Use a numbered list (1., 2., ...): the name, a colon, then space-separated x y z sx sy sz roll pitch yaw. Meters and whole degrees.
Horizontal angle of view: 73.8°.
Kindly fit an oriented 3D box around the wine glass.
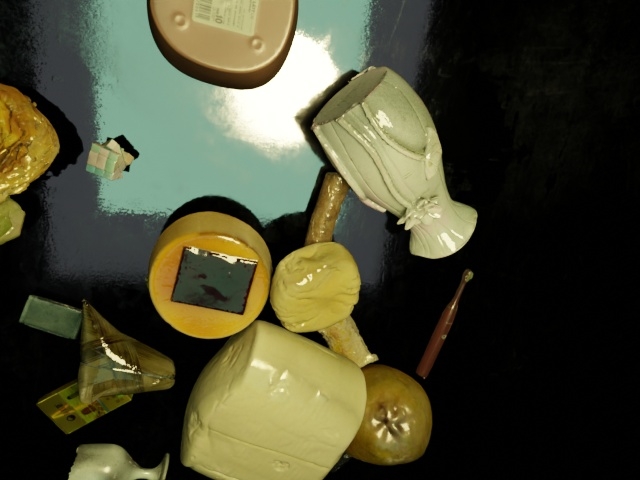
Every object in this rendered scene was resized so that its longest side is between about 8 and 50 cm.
1. wine glass: -0.543 0.622 1.153 0.241 0.126 0.126 20 104 -20

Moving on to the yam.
1. yam: 0.000 0.000 1.069 0.081 0.081 0.356 13 105 -16

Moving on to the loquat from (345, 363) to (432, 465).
1. loquat: 0.163 0.468 1.162 0.276 0.284 0.276 1 74 -5

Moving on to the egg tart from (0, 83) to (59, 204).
1. egg tart: -0.669 -0.168 0.816 0.297 0.132 0.297 8 69 -22

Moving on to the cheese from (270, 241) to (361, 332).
1. cheese: -0.010 0.116 1.001 0.226 0.117 0.214 -24 128 -20

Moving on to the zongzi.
1. zongzi: -0.473 0.262 1.056 0.221 0.112 0.242 2 91 -27

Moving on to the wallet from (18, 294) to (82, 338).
1. wallet: -0.640 0.184 1.024 0.129 0.026 0.088 25 107 -20

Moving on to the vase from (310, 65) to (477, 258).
1. vase: 0.186 -0.157 0.970 0.250 0.250 0.445 -40 118 4

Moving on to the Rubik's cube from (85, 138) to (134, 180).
1. Rubik's cube: -0.448 -0.174 0.914 0.075 0.073 0.084 39 103 -5

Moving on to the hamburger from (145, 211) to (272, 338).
1. hamburger: -0.255 0.081 0.988 0.300 0.176 0.300 -3 106 -9

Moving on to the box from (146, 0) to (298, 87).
1. box: -0.182 -0.432 0.800 0.301 0.216 0.301 -3 109 -9

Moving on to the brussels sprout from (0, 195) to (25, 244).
1. brussels sprout: -0.721 -0.042 0.869 0.183 0.145 0.131 25 130 -14

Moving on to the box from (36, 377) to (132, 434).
1. box: -0.612 0.414 1.113 0.193 0.030 0.121 -28 113 -2

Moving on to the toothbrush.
1. toothbrush: 0.366 0.248 1.257 0.041 0.041 0.364 15 106 -17

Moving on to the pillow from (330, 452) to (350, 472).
1. pillow: 0.065 0.626 1.323 0.141 0.055 0.208 41 96 -13

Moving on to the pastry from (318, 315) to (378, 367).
1. pastry: 0.050 0.257 1.163 0.121 0.089 0.258 -34 112 -10

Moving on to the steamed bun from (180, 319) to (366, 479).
1. steamed bun: -0.134 0.406 1.071 0.371 0.290 0.456 30 116 -14
